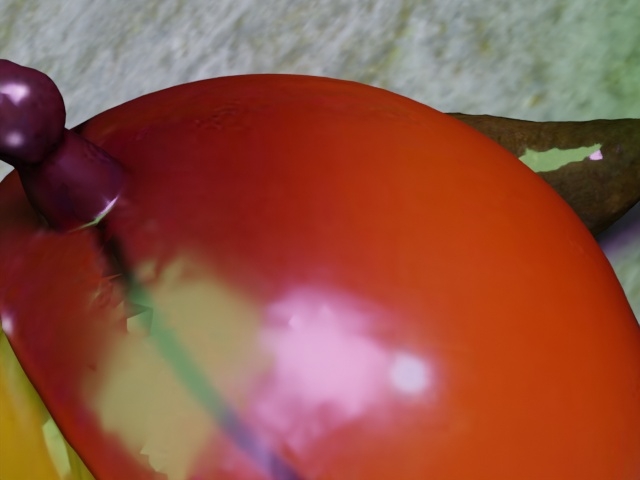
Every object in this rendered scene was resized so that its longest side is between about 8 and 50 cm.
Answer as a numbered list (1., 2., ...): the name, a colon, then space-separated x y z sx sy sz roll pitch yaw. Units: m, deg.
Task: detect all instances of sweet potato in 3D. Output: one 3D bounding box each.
1. sweet potato: 0.000 -0.002 0.778 0.292 0.097 0.097 -25 46 10

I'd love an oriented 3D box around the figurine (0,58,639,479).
1. figurine: 0.027 0.062 0.538 0.196 0.323 0.320 -67 29 22
